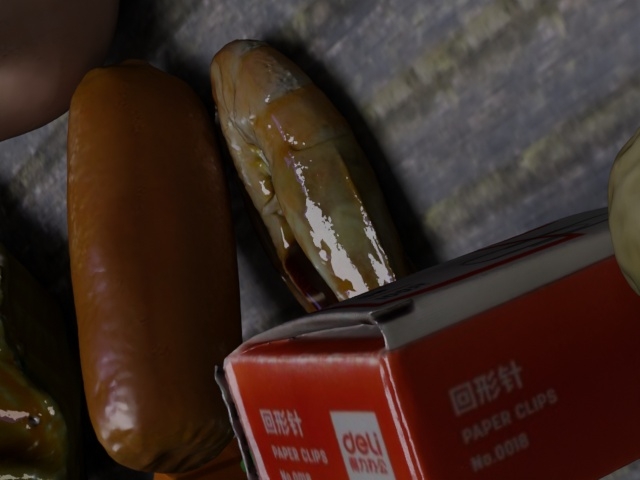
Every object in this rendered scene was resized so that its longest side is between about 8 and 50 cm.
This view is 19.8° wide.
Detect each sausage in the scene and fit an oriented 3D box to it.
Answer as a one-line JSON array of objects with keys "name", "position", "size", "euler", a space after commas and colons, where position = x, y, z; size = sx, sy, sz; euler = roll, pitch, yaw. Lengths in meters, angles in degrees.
[{"name": "sausage", "position": [-0.091, 0.010, 1.012], "size": [0.098, 0.098, 0.238], "euler": [-41, 52, 56]}]

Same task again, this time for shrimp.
[{"name": "shrimp", "position": [-0.003, 0.001, 0.958], "size": [0.236, 0.053, 0.133], "euler": [60, 145, 19]}]

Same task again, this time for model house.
[{"name": "model house", "position": [-0.246, 0.126, 1.275], "size": [0.239, 0.173, 0.268], "euler": [37, 139, 41]}]

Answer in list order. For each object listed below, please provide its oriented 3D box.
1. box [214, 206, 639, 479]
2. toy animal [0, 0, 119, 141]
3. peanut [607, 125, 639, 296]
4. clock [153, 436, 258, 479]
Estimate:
[{"name": "box", "position": [0.069, 0.053, 0.762], "size": [0.133, 0.182, 0.099], "euler": [-11, 98, 60]}, {"name": "toy animal", "position": [-0.260, -0.194, 1.086], "size": [0.326, 0.269, 0.237], "euler": [24, 136, 6]}, {"name": "peanut", "position": [0.192, -0.018, 0.604], "size": [0.274, 0.111, 0.125], "euler": [-8, 97, 57]}, {"name": "clock", "position": [-0.005, 0.233, 1.057], "size": [0.220, 0.106, 0.255], "euler": [-34, 75, 56]}]
